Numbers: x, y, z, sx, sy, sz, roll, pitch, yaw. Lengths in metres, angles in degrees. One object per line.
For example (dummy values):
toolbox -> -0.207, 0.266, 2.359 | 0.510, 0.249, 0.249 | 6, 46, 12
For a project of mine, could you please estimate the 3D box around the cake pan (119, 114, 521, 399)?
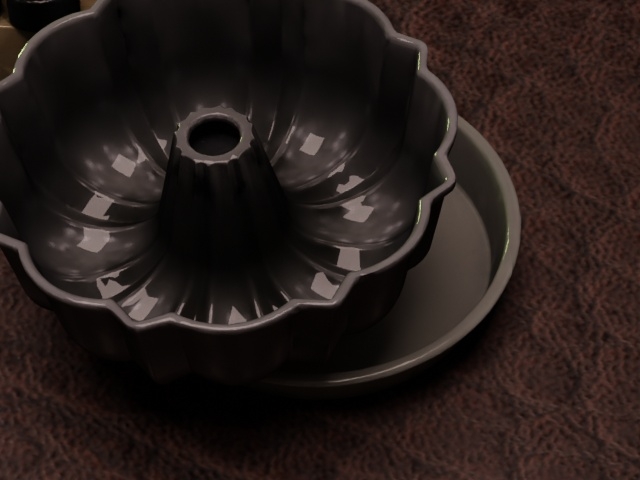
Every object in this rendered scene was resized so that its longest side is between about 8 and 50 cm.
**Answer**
cake pan -> 0.000, 0.000, 1.389 | 0.293, 0.054, 0.293 | -1, 51, 1

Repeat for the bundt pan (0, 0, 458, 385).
bundt pan -> -0.068, -0.034, 1.306 | 0.330, 0.124, 0.331 | -2, 51, 2

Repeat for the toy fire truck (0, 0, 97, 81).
toy fire truck -> -0.275, -0.231, 1.543 | 0.217, 0.159, 0.246 | 2, 39, 5
